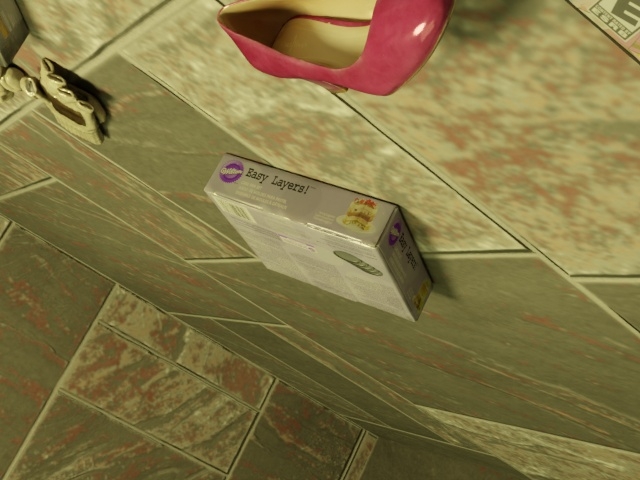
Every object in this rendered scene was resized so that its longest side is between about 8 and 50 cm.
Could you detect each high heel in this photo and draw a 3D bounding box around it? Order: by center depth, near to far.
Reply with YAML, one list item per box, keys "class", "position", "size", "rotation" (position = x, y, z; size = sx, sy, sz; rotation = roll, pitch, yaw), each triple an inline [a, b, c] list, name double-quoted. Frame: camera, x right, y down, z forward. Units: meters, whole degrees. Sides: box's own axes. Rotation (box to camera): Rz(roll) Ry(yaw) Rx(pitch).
- class: "high heel"
  position: [0.004, -0.163, 0.644]
  size: [0.117, 0.082, 0.244]
  rotation: [22, 179, -20]

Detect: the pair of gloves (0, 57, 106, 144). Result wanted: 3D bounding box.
- class: "pair of gloves"
  position: [-0.404, -0.211, 1.185]
  size: [0.240, 0.042, 0.204]
  rotation: [30, 163, -8]

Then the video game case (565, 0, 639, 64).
- class: "video game case"
  position: [0.235, -0.098, 0.330]
  size: [0.275, 0.035, 0.248]
  rotation: [40, 159, -3]

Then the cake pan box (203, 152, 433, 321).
- class: "cake pan box"
  position: [0.000, 0.000, 1.161]
  size: [0.267, 0.070, 0.245]
  rotation: [18, 159, 27]

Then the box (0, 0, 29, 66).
- class: "box"
  position: [-0.454, -0.301, 0.966]
  size: [0.231, 0.056, 0.183]
  rotation: [26, 163, 2]
